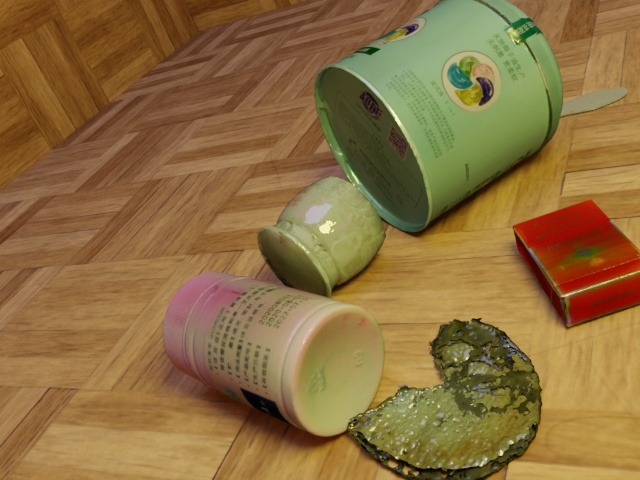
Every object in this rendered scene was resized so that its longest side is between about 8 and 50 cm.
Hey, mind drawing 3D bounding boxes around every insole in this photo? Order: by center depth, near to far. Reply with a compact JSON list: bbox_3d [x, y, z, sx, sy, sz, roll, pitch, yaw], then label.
[{"bbox_3d":[0.439,-0.233,1.229,0.197,0.004,0.065,-16,30,13],"label":"insole"}]

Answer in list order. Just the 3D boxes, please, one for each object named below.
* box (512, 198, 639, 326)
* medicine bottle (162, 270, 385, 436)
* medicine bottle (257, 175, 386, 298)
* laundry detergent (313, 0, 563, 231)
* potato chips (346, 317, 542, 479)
[{"bbox_3d":[0.319,0.023,0.855,0.112,0.048,0.175,-18,29,6],"label":"box"},{"bbox_3d":[-0.064,0.128,0.855,0.254,0.152,0.152,10,44,45],"label":"medicine bottle"},{"bbox_3d":[0.000,0.000,1.021,0.143,0.147,0.147,-42,34,-25],"label":"medicine bottle"},{"bbox_3d":[0.193,-0.209,1.083,0.305,0.287,0.287,-33,31,-15],"label":"laundry detergent"},{"bbox_3d":[0.145,0.171,0.769,0.202,0.029,0.220,0,40,35],"label":"potato chips"}]
